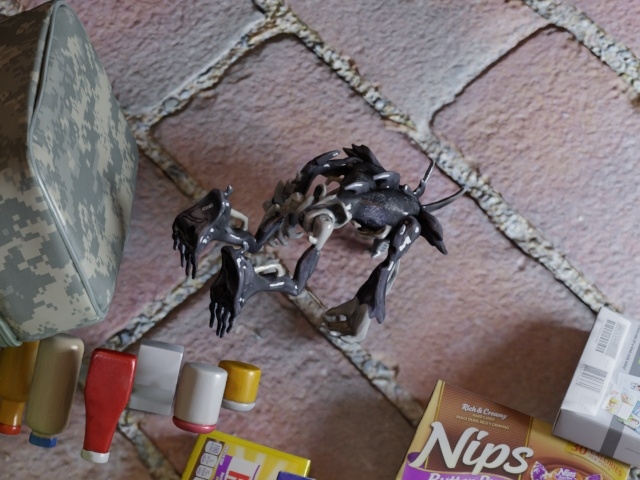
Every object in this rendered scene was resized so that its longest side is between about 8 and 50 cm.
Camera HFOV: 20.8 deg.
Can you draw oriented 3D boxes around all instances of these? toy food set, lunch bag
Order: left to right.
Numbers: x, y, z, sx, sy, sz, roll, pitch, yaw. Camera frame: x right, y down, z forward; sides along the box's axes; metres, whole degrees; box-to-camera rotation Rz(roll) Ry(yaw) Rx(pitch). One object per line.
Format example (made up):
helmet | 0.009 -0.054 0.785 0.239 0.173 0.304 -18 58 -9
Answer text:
lunch bag | -0.319 -0.046 1.540 0.256 0.212 0.305 -15 38 11
toy food set | -0.175 0.144 1.543 0.232 0.111 0.104 12 95 -5

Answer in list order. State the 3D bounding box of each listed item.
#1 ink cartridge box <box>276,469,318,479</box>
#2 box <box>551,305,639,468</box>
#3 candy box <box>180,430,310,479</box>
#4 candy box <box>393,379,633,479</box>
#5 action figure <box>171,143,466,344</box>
ink cartridge box | -0.008 0.381 1.398 0.176 0.069 0.371 15 76 10
box | 0.313 0.146 1.541 0.186 0.038 0.145 20 43 10
candy box | -0.089 0.271 1.517 0.105 0.027 0.206 17 65 6
candy box | 0.167 0.208 1.531 0.186 0.053 0.109 22 66 9
action figure | 0.000 0.000 1.593 0.275 0.141 0.164 -14 53 -35
